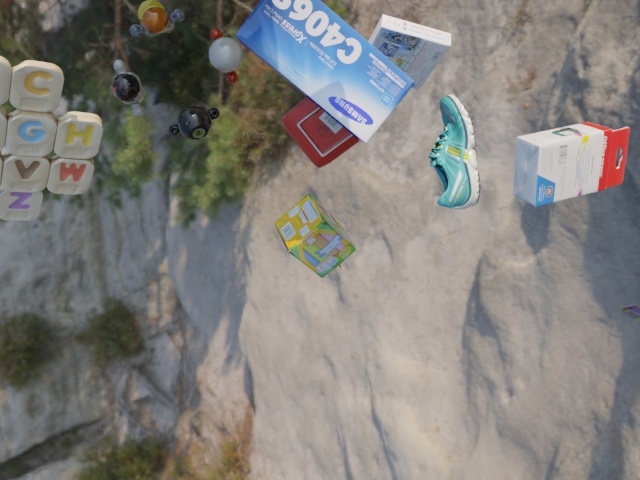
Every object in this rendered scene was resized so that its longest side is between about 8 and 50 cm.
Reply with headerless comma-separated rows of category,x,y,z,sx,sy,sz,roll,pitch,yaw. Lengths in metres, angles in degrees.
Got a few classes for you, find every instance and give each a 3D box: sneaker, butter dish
sneaker,0.308,-0.210,1.488,0.107,0.109,0.275,62,-158,-84
butter dish,0.009,-0.283,1.486,0.159,0.160,0.118,-35,26,13

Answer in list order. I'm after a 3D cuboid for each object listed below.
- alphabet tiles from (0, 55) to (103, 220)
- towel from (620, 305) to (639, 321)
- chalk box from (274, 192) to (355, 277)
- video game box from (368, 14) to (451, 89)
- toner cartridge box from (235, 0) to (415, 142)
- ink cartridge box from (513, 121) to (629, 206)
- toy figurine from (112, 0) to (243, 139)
alphabet tiles,-0.425,-0.113,0.786,0.278,0.284,0.021,-56,45,41
towel,0.562,0.131,1.091,0.009,0.060,0.083,-58,-3,-7
chalk box,0.000,0.000,1.742,0.132,0.213,0.132,-41,45,10
video game box,0.210,-0.483,1.642,0.205,0.187,0.048,130,147,-65
toner cartridge box,0.010,-0.375,1.315,0.165,0.347,0.075,-51,8,7
ink cartridge box,0.525,-0.165,1.323,0.078,0.231,0.134,-134,35,-58
toy figurine,-0.262,-0.305,1.148,0.213,0.209,0.148,-61,16,7
